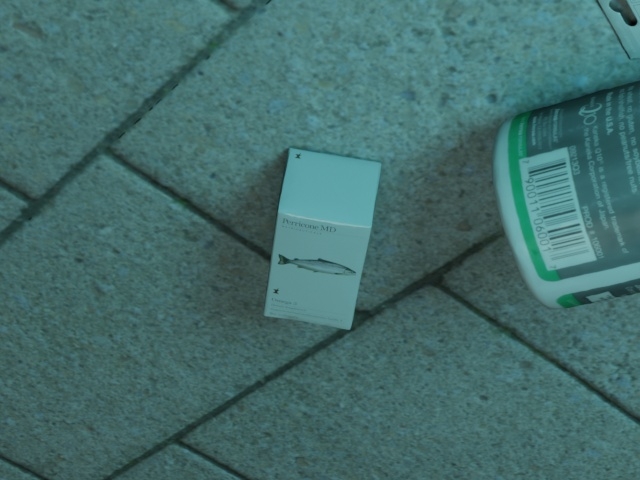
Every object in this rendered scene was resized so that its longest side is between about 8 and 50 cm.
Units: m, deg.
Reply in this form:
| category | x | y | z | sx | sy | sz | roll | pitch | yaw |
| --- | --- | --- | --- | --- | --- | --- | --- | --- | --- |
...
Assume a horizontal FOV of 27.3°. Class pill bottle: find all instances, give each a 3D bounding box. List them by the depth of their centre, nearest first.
| category | x | y | z | sx | sy | sz | roll | pitch | yaw |
| --- | --- | --- | --- | --- | --- | --- | --- | --- | --- |
| pill bottle | 0.365 | -0.066 | 1.258 | 0.361 | 0.204 | 0.204 | -14 | 133 | 23 |

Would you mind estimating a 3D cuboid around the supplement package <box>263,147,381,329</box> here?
| category | x | y | z | sx | sy | sz | roll | pitch | yaw |
| --- | --- | --- | --- | --- | --- | --- | --- | --- | --- |
| supplement package | 0.000 | 0.000 | 1.468 | 0.105 | 0.105 | 0.179 | 10 | 137 | 1 |

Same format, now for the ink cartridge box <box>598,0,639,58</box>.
| category | x | y | z | sx | sy | sz | roll | pitch | yaw |
| --- | --- | --- | --- | --- | --- | --- | --- | --- | --- |
| ink cartridge box | 0.345 | -0.240 | 1.209 | 0.179 | 0.045 | 0.145 | -3 | 140 | 40 |
